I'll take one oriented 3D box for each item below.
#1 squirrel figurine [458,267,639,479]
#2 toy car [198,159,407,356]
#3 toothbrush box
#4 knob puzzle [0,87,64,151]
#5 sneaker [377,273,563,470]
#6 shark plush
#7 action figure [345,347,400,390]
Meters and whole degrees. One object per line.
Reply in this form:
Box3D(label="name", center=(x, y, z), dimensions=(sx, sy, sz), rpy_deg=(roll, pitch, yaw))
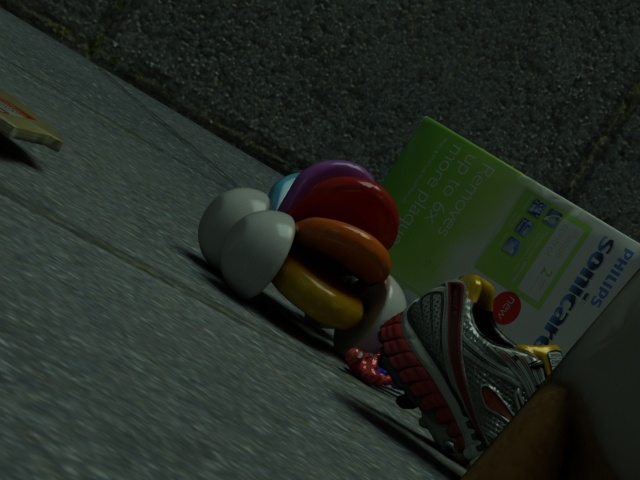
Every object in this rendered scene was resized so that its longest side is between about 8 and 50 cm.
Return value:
Box3D(label="squirrel figurine", center=(0.310, 0.156, 1.061), dimensions=(0.370, 0.281, 0.397), rpy_deg=(40, 11, 8))
Box3D(label="toy car", center=(0.000, 0.000, 1.493), dimensions=(0.159, 0.136, 0.182), rpy_deg=(30, 4, -22))
Box3D(label="toothbrush box", center=(0.161, 0.048, 1.647), dimensions=(0.283, 0.206, 0.122), rpy_deg=(36, 5, 38))
Box3D(label="knob puzzle", center=(-0.290, -0.117, 1.466), dimensions=(0.213, 0.030, 0.213), rpy_deg=(31, 4, -3))
Box3D(label="sneaker", center=(0.134, 0.117, 1.226), dimensions=(0.225, 0.093, 0.088), rpy_deg=(52, 13, 19))
Box3D(label="shark plush", center=(0.112, 0.124, 1.327), dimensions=(0.161, 0.067, 0.073), rpy_deg=(32, 4, 4))
Box3D(label="action figure", center=(0.054, 0.104, 1.443), dimensions=(0.038, 0.030, 0.115), rpy_deg=(42, 11, 38))
